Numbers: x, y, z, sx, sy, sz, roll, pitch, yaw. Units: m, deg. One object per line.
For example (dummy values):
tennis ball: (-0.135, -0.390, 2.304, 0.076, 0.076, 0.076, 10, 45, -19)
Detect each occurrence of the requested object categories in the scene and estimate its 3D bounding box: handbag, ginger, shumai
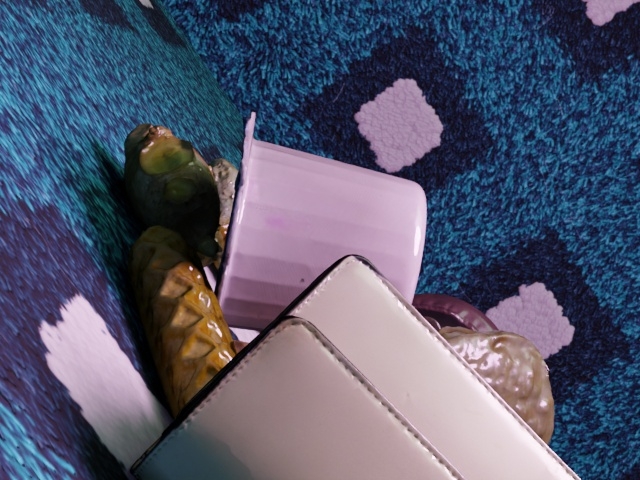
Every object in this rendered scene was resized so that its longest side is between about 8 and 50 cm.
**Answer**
handbag: (0.058, 0.218, 0.973, 0.358, 0.237, 0.160, 46, -33, 1)
ginger: (-0.170, -0.047, 1.497, 0.157, 0.102, 0.216, 84, -20, -45)
shumai: (0.096, 0.232, 1.596, 0.288, 0.330, 0.292, -156, -116, -64)

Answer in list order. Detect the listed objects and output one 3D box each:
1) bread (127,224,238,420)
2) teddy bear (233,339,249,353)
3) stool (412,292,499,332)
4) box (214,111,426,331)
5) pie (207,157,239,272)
bread: (-0.112, 0.112, 1.175, 0.084, 0.077, 0.367, 49, 8, -42)
teddy bear: (0.016, 0.236, 1.240, 0.296, 0.222, 0.246, 5, -14, 45)
stool: (0.151, 0.225, 1.928, 0.272, 0.272, 0.178, 56, 18, 4)
box: (0.000, 0.000, 1.344, 0.291, 0.206, 0.262, 136, -37, -80)
pie: (-0.101, 0.019, 1.797, 0.257, 0.105, 0.274, 74, -10, -57)
